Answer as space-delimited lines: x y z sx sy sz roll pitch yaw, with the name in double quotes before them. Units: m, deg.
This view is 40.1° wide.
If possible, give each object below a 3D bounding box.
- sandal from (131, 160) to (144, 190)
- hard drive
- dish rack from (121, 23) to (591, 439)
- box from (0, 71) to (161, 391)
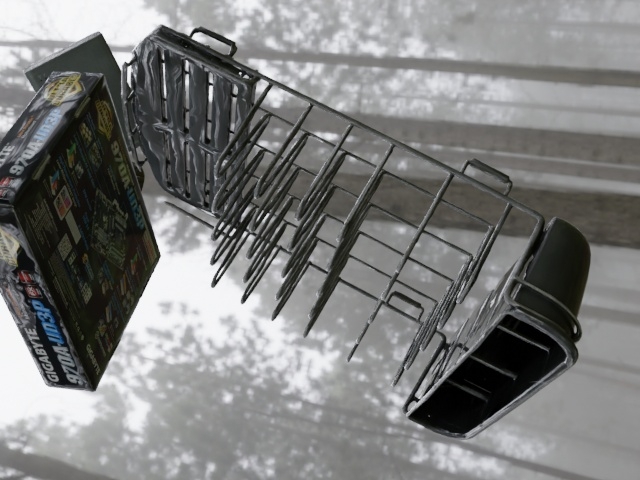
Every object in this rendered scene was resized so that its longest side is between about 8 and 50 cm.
"sandal" -0.367 -0.043 1.513 0.060 0.090 0.219 138 143 -59
"hard drive" -0.257 -0.152 0.983 0.094 0.022 0.135 -31 -58 -12
"dish rack" 0.000 0.000 0.491 0.074 0.271 0.208 -59 -6 -26
"box" -0.210 -0.005 0.752 0.175 0.051 0.220 -73 -18 -44
